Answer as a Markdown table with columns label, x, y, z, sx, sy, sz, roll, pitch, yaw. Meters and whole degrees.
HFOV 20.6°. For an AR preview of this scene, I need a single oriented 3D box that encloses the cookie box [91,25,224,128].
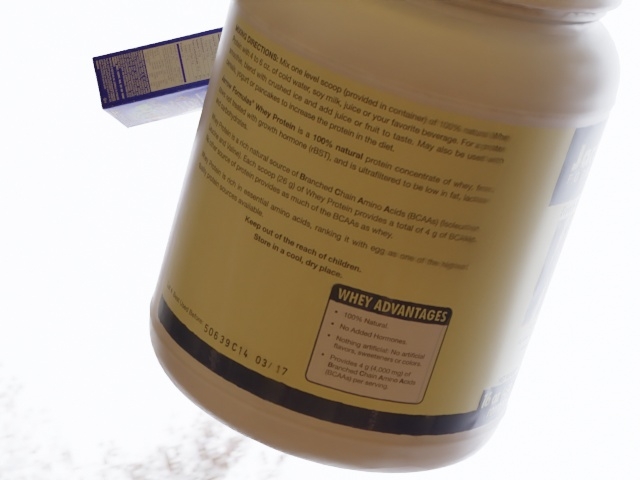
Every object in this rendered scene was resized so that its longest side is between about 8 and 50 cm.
| label | x | y | z | sx | sy | sz | roll | pitch | yaw |
| --- | --- | --- | --- | --- | --- | --- | --- | --- | --- |
| cookie box | -0.095 | -0.113 | 1.217 | 0.107 | 0.092 | 0.040 | -12 | -95 | 3 |

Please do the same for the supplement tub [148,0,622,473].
| label | x | y | z | sx | sy | sz | roll | pitch | yaw |
| --- | --- | --- | --- | --- | --- | --- | --- | --- | --- |
| supplement tub | 0.041 | -0.051 | 1.062 | 0.235 | 0.235 | 0.325 | 25 | -67 | 20 |
